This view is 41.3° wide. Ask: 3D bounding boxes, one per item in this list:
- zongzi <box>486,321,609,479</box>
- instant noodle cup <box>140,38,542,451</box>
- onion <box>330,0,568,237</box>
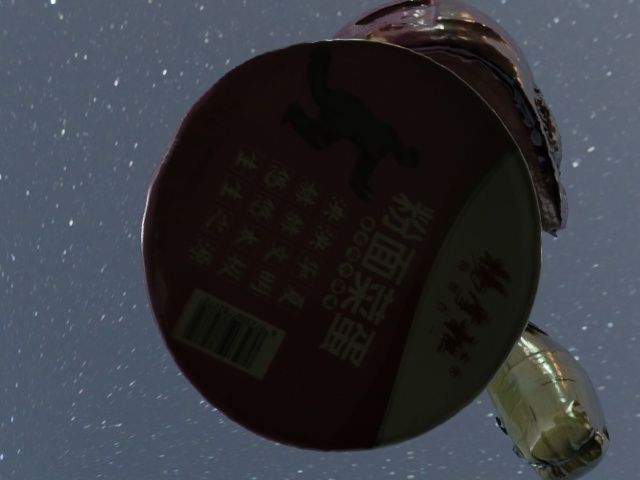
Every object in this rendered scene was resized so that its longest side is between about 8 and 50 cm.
[{"bbox_3d":[0.292,0.229,0.990,0.115,0.228,0.256,-35,-63,11],"label":"zongzi"},{"bbox_3d":[0.000,0.000,0.555,0.234,0.178,0.235,-1,-87,-13],"label":"instant noodle cup"},{"bbox_3d":[0.099,-0.096,0.786,0.272,0.256,0.230,11,-155,8],"label":"onion"}]
